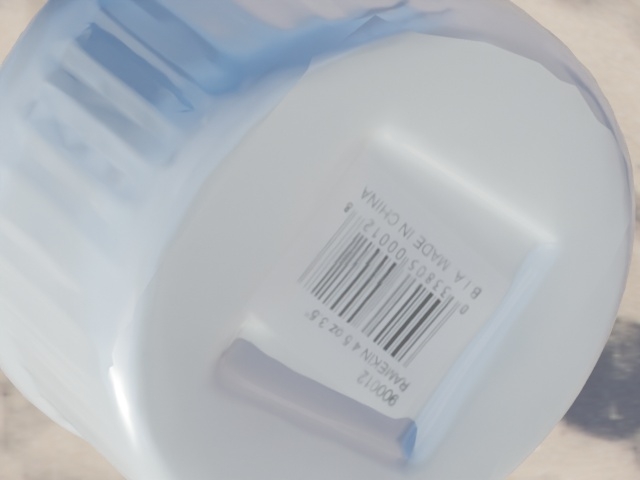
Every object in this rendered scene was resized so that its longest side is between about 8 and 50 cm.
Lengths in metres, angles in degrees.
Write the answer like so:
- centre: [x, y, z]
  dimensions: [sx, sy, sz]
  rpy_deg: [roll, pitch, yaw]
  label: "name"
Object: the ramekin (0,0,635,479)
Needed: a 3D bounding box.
- centre: [0.000, 0.000, 0.782]
  dimensions: [0.135, 0.277, 0.277]
  rpy_deg: [39, 106, 52]
  label: "ramekin"
